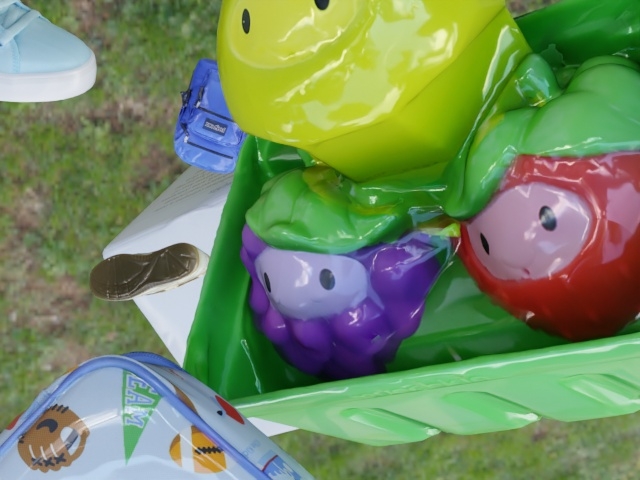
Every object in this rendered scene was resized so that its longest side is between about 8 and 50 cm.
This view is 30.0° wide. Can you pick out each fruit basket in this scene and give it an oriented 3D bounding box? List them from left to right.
[{"bbox_3d":[0.053,-0.052,0.718,0.392,0.282,0.392,8,149,5],"label":"fruit basket"}]

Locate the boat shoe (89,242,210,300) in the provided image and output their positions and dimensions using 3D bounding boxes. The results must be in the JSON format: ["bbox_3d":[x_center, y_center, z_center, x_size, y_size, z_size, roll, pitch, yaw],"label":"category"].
[{"bbox_3d":[-0.170,0.035,1.205,0.135,0.050,0.045,-10,167,27],"label":"boat shoe"}]

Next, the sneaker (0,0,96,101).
[{"bbox_3d":[-0.416,-0.271,1.315,0.366,0.135,0.150,20,131,-1],"label":"sneaker"}]

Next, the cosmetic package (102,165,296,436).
[{"bbox_3d":[0.000,0.000,1.590,0.329,0.393,0.327,-21,109,37],"label":"cosmetic package"}]

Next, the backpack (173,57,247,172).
[{"bbox_3d":[-0.118,-0.138,1.360,0.098,0.101,0.120,21,100,0],"label":"backpack"}]

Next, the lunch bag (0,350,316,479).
[{"bbox_3d":[-0.125,0.232,0.677,0.303,0.243,0.115,-50,178,-3],"label":"lunch bag"}]
